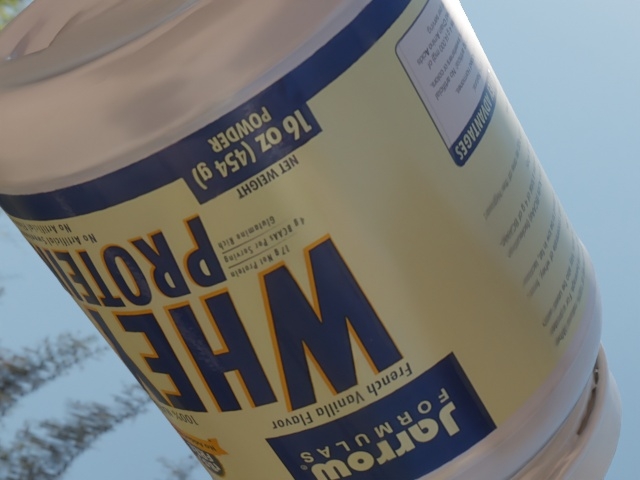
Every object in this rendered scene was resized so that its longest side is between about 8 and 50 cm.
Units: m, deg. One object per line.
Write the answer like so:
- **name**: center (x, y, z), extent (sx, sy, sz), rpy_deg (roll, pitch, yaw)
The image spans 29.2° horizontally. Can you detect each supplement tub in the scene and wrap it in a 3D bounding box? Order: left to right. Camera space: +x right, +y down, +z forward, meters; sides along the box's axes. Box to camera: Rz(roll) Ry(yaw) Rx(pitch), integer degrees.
- **supplement tub**: center (0.000, 0.000, 0.623), extent (0.235, 0.325, 0.235), rpy_deg (-25, -152, 14)
